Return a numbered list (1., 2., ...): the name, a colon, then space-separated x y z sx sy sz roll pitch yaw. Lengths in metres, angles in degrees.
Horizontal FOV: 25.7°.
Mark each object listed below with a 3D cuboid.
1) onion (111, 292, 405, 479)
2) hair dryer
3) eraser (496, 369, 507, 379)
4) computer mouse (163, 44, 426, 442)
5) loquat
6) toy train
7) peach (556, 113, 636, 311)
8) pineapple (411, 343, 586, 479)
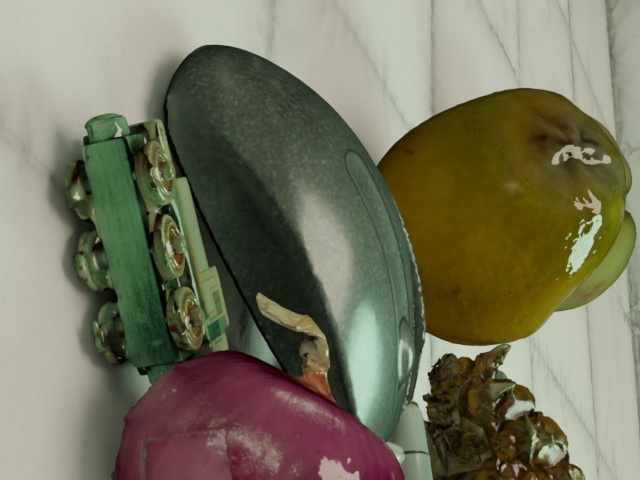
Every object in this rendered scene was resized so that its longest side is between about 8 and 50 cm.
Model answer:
1. onion: -0.027 0.174 0.967 0.207 0.201 0.200 87 8 -50
2. hair dryer: 0.052 0.182 1.261 0.137 0.047 0.082 27 48 -52
3. eraser: 0.186 0.273 1.695 0.352 0.077 0.111 -63 138 -59
4. computer mouse: 0.002 -0.001 1.166 0.374 0.114 0.203 61 24 -11
5. loquat: 0.183 -0.032 1.532 0.276 0.284 0.276 23 44 -24
6. toy train: -0.122 0.004 0.999 0.125 0.081 0.194 -34 112 -79
7. peach: 0.306 -0.041 1.942 0.292 0.247 0.292 -14 109 -46
8. pineapple: 0.180 0.258 1.449 0.158 0.161 0.334 -15 91 -28
